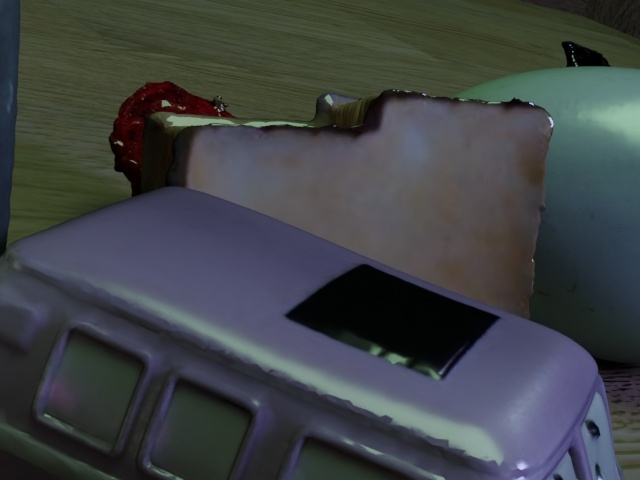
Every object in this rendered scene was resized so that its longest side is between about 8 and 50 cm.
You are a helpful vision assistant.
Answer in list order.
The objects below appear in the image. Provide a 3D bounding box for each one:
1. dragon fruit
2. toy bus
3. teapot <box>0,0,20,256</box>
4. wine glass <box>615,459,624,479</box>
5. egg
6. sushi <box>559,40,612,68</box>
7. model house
[{"bbox_3d":[-0.075,-0.025,0.820,0.162,0.083,0.106,35,35,23],"label":"dragon fruit"},{"bbox_3d":[-0.008,0.080,0.417,0.202,0.142,0.142,22,17,16],"label":"toy bus"},{"bbox_3d":[-0.242,-0.026,0.412,0.285,0.223,0.305,4,16,-17],"label":"teapot"},{"bbox_3d":[0.143,0.150,0.459,0.079,0.079,0.195,4,22,-39],"label":"wine glass"},{"bbox_3d":[0.178,-0.019,0.859,0.264,0.183,0.183,14,16,7],"label":"egg"},{"bbox_3d":[0.237,-0.089,1.214,0.115,0.147,0.212,3,26,-42],"label":"sushi"},{"bbox_3d":[0.000,0.000,0.695,0.182,0.167,0.172,4,8,-13],"label":"model house"}]
